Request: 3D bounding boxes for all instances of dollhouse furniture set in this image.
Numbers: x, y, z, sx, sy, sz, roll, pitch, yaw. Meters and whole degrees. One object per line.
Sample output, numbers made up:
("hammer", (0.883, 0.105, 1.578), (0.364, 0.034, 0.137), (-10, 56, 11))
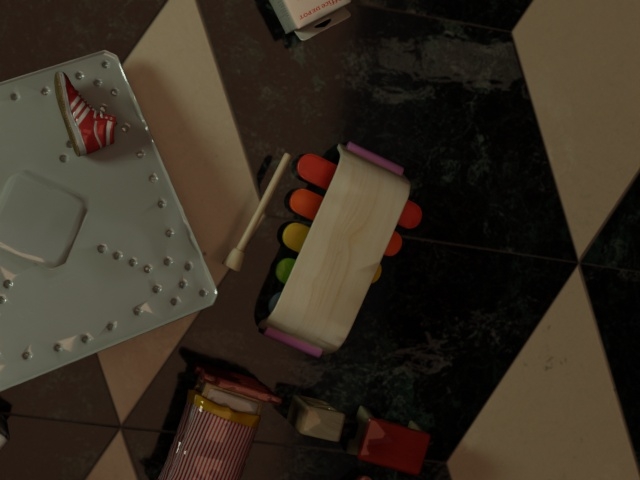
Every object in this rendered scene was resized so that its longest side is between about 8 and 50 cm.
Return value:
("dollhouse furniture set", (-0.035, 0.322, 1.913), (0.374, 0.152, 0.201), (17, 89, -13))

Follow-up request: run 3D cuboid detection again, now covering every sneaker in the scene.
("sneaker", (-0.318, -0.179, 1.812), (0.067, 0.042, 0.119), (-18, 92, -18))

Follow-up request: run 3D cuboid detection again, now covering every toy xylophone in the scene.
("toy xylophone", (0.000, 0.000, 1.942), (0.236, 0.081, 0.323), (33, 86, -12))

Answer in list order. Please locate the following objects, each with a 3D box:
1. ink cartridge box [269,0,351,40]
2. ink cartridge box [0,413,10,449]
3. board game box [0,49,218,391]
("ink cartridge box", (-0.027, -0.366, 1.914), (0.092, 0.090, 0.143), (-28, 99, -9))
("ink cartridge box", (-0.647, 0.330, 1.781), (0.270, 0.151, 0.395), (39, 82, -12))
("board game box", (-0.387, -0.022, 1.802), (0.389, 0.050, 0.390), (-22, 85, -22))
